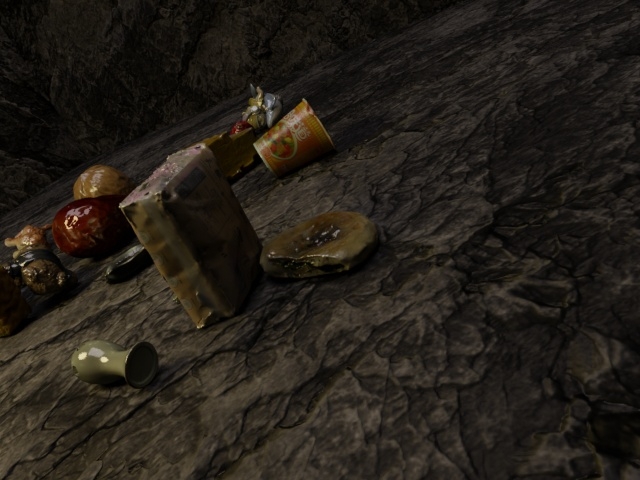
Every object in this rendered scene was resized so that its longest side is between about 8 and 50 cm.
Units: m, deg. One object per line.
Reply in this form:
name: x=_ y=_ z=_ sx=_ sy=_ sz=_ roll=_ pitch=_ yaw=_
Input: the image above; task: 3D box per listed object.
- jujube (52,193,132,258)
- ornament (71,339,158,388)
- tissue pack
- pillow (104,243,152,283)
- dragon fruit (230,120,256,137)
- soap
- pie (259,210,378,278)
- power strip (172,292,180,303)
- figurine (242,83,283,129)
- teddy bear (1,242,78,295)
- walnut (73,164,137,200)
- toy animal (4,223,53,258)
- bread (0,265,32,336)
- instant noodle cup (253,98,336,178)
jujube: x=-0.644 y=-0.052 z=1.537 sx=0.190 sy=0.190 sz=0.255 roll=-12 pitch=21 yaw=29
ornament: x=-0.335 y=0.198 z=0.851 sx=0.156 sy=0.081 sz=0.075 roll=-8 pitch=67 yaw=33
tissue pack: x=-0.201 y=-0.014 z=0.913 sx=0.123 sy=0.256 sz=0.215 roll=-14 pitch=27 yaw=18
pillow: x=-0.466 y=0.054 z=1.281 sx=0.136 sy=0.055 sz=0.091 roll=-38 pitch=24 yaw=-28
dragon fruit: x=-0.285 y=-0.382 z=1.951 sx=0.094 sy=0.094 sz=0.190 roll=-32 pitch=1 yaw=-12
soap: x=-0.352 y=-0.255 z=1.702 sx=0.281 sy=0.143 sz=0.259 roll=-7 pitch=28 yaw=46
pie: x=0.001 y=0.003 z=0.931 sx=0.218 sy=0.052 sz=0.185 roll=-8 pitch=25 yaw=31
power strip: x=-0.254 y=0.097 z=1.035 sx=0.083 sy=0.017 sz=0.027 roll=-31 pitch=23 yaw=-15
figurine: x=-0.234 y=-0.520 z=2.093 sx=0.184 sy=0.128 sz=0.208 roll=-28 pitch=61 yaw=-6
teddy bear: x=-0.732 y=0.073 z=1.362 sx=0.182 sy=0.129 sz=0.251 roll=-8 pitch=10 yaw=-37
walnut: x=-0.704 y=-0.148 z=1.735 sx=0.213 sy=0.213 sz=0.213 roll=-22 pitch=25 yaw=10
toy animal: x=-1.005 y=-0.009 z=1.884 sx=0.185 sy=0.104 sz=0.184 roll=-3 pitch=34 yaw=48
bread: x=-0.816 y=0.138 z=1.265 sx=0.181 sy=0.222 sz=0.096 roll=-3 pitch=36 yaw=22
instant noodle cup: x=-0.077 y=-0.266 z=1.436 sx=0.185 sy=0.168 sz=0.168 roll=-34 pitch=24 yaw=3
